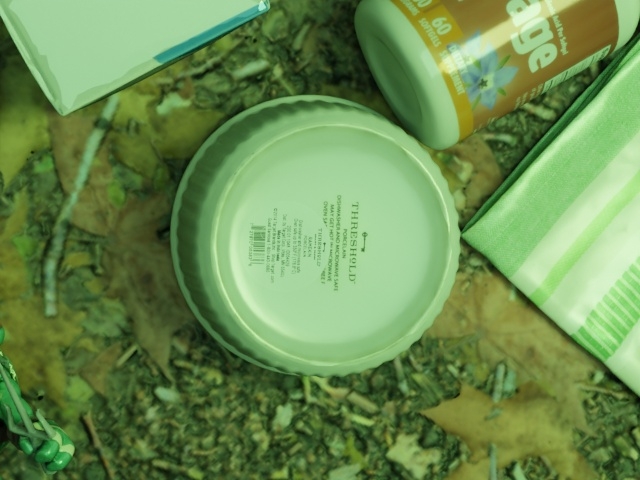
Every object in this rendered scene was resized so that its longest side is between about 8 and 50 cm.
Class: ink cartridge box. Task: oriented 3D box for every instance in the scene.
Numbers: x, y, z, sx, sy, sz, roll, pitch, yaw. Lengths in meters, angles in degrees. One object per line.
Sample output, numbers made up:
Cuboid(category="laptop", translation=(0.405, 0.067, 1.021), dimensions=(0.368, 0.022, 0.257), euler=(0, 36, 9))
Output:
Cuboid(category="ink cartridge box", translation=(-0.120, -0.144, 0.724), dimensions=(0.140, 0.191, 0.082), euler=(-29, 100, -6))

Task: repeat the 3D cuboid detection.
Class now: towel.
Cuboid(category="towel", translation=(0.307, 0.010, 0.888), dimensions=(0.325, 0.038, 0.248), euler=(42, 87, -10))

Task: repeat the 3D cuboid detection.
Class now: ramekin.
Cuboid(category="ramekin", translation=(0.000, 0.000, 0.798), dimensions=(0.207, 0.109, 0.207), euler=(-1, 95, -10))

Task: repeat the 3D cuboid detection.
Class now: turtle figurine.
Cuboid(category="turtle figurine", translation=(-0.244, 0.129, 0.761), dimensions=(0.175, 0.118, 0.234), euler=(8, 99, 5))

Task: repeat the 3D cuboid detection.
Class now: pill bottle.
Cuboid(category="pill bottle", translation=(0.143, -0.165, 0.803), dimensions=(0.216, 0.121, 0.121), euler=(-31, 99, -7))
